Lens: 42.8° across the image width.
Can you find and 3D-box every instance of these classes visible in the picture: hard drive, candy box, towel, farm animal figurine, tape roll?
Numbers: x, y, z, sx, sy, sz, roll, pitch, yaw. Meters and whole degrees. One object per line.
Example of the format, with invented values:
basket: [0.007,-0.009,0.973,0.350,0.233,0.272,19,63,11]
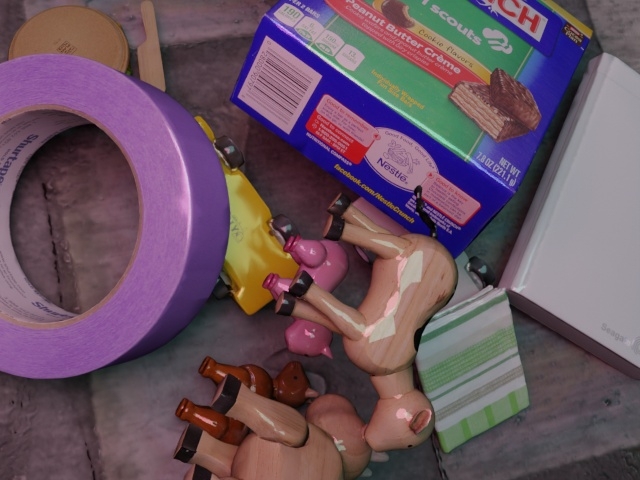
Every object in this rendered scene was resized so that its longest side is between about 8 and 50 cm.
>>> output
hard drive: [0.335,-0.030,0.910,0.203,0.040,0.307,31,71,-14]
candy box: [0.107,-0.180,0.823,0.268,0.122,0.317,36,48,-1]
towel: [0.150,0.130,0.824,0.113,0.023,0.152,-24,116,-14]
farm animal figurine: [-0.009,0.160,0.657,0.172,0.330,0.326,31,47,-10]
tape roll: [-0.223,-0.020,0.724,0.275,0.090,0.274,0,90,14]

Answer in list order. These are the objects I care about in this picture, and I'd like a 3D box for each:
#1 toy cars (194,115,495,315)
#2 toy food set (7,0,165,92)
toy cars: [0.000,0.000,0.832,0.394,0.087,0.176,13,86,-12]
toy food set: [-0.261,-0.185,0.852,0.192,0.038,0.132,-6,70,-7]
